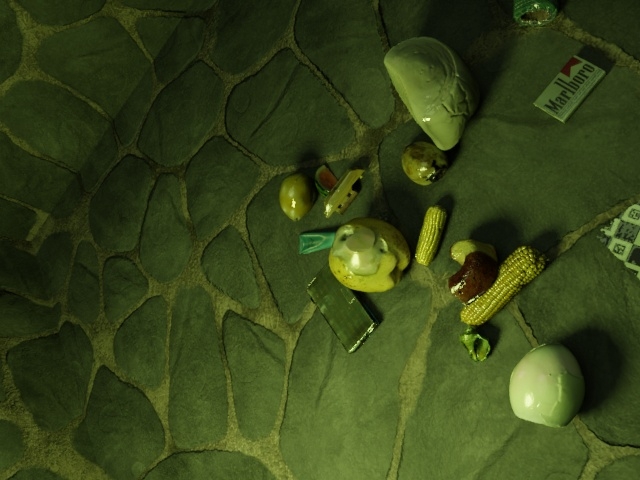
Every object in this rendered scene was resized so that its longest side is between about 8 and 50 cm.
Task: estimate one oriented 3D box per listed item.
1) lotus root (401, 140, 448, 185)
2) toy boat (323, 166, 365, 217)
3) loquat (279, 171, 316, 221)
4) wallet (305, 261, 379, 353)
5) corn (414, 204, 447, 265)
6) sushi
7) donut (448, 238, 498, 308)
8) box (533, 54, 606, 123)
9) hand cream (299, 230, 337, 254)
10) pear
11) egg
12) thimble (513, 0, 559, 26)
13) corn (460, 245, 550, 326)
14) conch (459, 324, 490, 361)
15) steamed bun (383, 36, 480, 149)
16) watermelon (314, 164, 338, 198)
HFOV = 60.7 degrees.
[{"bbox_3d":[0.340,-0.267,1.844,0.138,0.138,0.214,-57,41,12],"label":"lotus root"},{"bbox_3d":[0.091,-0.177,2.031,0.226,0.088,0.068,-52,19,14],"label":"toy boat"},{"bbox_3d":[-0.089,-0.171,2.119,0.152,0.152,0.195,-7,78,36],"label":"loquat"},{"bbox_3d":[0.074,0.237,1.966,0.169,0.044,0.317,-52,53,20],"label":"wallet"},{"bbox_3d":[0.362,-0.018,1.796,0.072,0.072,0.203,15,90,38],"label":"corn"},{"bbox_3d":[0.909,-0.012,1.393,0.290,0.050,0.264,-45,70,17],"label":"sushi"},{"bbox_3d":[0.448,0.070,1.632,0.141,0.085,0.217,-44,25,41],"label":"donut"},{"bbox_3d":[0.743,-0.450,1.633,0.177,0.036,0.115,-52,54,16],"label":"box"},{"bbox_3d":[0.000,0.000,2.085,0.224,0.048,0.083,-11,75,40],"label":"hand cream"},{"bbox_3d":[0.165,0.050,1.834,0.271,0.271,0.271,-10,73,35],"label":"pear"},{"bbox_3d":[0.600,0.377,1.447,0.183,0.183,0.217,7,80,38],"label":"egg"},{"bbox_3d":[0.671,-0.733,1.704,0.135,0.118,0.090,2,80,37],"label":"thimble"},{"bbox_3d":[0.529,0.139,1.609,0.313,0.102,0.102,-50,55,16],"label":"corn"},{"bbox_3d":[0.464,0.308,1.633,0.089,0.074,0.121,-11,97,55],"label":"conch"},{"bbox_3d":[0.382,-0.504,1.782,0.236,0.247,0.383,-32,50,14],"label":"steamed bun"},{"bbox_3d":[0.014,-0.217,2.106,0.087,0.069,0.163,-47,58,19],"label":"watermelon"}]
